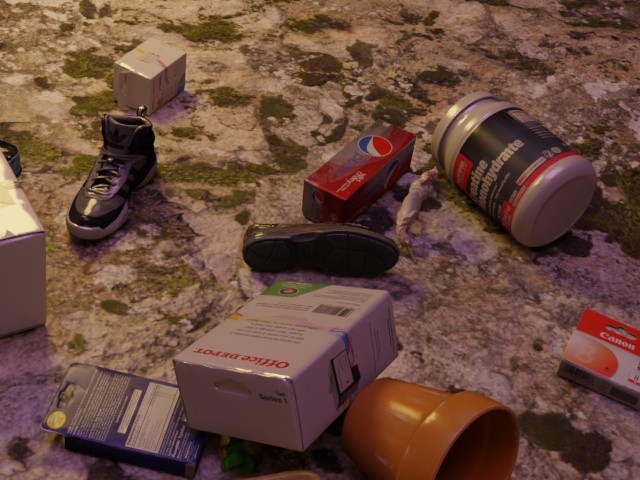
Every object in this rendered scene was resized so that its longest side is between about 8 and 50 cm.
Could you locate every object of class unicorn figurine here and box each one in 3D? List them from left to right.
[{"bbox_3d":[0.165,-0.054,1.920,0.060,0.162,0.111,12,13,10],"label":"unicorn figurine"}]

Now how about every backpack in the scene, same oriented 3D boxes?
[{"bbox_3d":[-0.582,-0.132,1.867,0.114,0.084,0.105,19,42,18],"label":"backpack"}]

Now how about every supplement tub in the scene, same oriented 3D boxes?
[{"bbox_3d":[0.352,-0.135,1.971,0.191,0.191,0.272,-21,49,-31],"label":"supplement tub"}]

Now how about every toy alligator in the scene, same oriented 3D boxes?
[{"bbox_3d":[-0.093,0.277,1.528,0.051,0.056,0.190,53,30,-15],"label":"toy alligator"}]

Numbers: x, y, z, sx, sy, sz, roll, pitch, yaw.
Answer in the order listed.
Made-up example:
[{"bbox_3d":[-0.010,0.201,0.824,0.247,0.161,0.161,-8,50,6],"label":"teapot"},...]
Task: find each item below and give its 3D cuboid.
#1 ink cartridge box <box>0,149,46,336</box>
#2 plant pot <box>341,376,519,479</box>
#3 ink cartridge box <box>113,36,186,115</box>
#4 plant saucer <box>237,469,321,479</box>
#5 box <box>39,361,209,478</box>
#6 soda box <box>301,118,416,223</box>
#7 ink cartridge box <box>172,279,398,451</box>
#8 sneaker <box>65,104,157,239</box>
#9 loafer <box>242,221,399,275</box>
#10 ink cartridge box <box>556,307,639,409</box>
[{"bbox_3d":[-0.520,-0.011,1.654,0.114,0.198,0.273,-15,47,-28],"label":"ink cartridge box"},{"bbox_3d":[0.137,0.283,1.468,0.188,0.205,0.205,24,40,39],"label":"plant pot"},{"bbox_3d":[-0.344,-0.322,2.126,0.089,0.092,0.143,25,45,16],"label":"ink cartridge box"},{"bbox_3d":[-0.118,0.456,1.291,0.332,0.081,0.333,-6,43,-17],"label":"plant saucer"},{"bbox_3d":[-0.270,0.252,1.526,0.225,0.037,0.136,13,41,2],"label":"box"},{"bbox_3d":[0.074,-0.122,1.986,0.092,0.083,0.263,28,45,21],"label":"soda box"},{"bbox_3d":[-0.044,0.168,1.526,0.201,0.117,0.278,5,24,32],"label":"ink cartridge box"},{"bbox_3d":[-0.363,-0.128,1.853,0.101,0.153,0.269,17,41,8],"label":"sneaker"},{"bbox_3d":[0.000,0.000,1.829,0.267,0.096,0.084,2,35,-6],"label":"loafer"},{"bbox_3d":[0.482,0.180,1.752,0.145,0.045,0.179,24,45,15],"label":"ink cartridge box"}]
